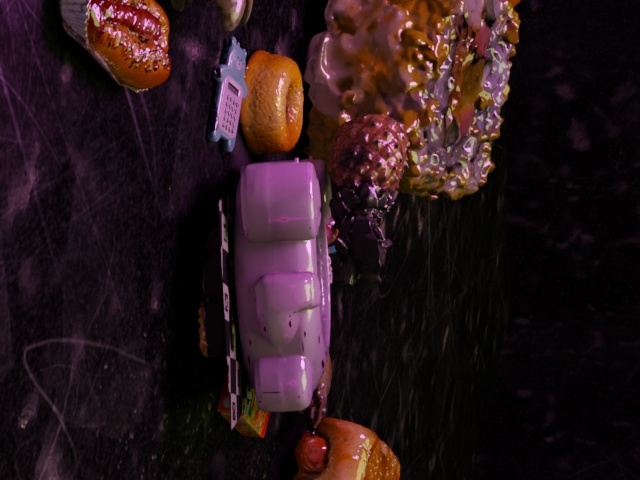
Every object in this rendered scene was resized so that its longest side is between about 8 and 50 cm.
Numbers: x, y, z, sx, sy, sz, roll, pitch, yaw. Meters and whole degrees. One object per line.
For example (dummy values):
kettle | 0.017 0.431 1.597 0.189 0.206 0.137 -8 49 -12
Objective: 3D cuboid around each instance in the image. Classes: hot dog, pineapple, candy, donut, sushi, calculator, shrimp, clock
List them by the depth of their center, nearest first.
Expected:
hot dog | -0.200 -0.216 1.197 0.191 0.059 0.108 33 60 -69
sushi | -0.127 0.083 1.515 0.192 0.043 0.280 -47 134 -83
calculator | -0.117 -0.188 1.536 0.094 0.019 0.141 32 65 -68
pineapple | 0.058 -0.048 1.597 0.119 0.111 0.237 31 57 -48
clock | -0.044 0.050 1.597 0.295 0.113 0.322 -48 136 -84
donut | -0.063 -0.188 1.651 0.152 0.058 0.152 6 90 -75
candy | -0.105 0.228 1.668 0.122 0.038 0.062 63 36 -61
shrimp | -0.023 0.215 1.898 0.262 0.066 0.117 -79 154 -71
sushi | 0.145 -0.263 1.900 0.351 0.240 0.397 2 101 -61
hot dog | 0.032 0.378 1.971 0.257 0.153 0.150 55 47 -62

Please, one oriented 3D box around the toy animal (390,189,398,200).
toy animal | 0.162 -0.191 2.277 0.108 0.138 0.237 175 -82 -73

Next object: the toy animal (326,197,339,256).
toy animal | 0.000 0.000 1.838 0.208 0.103 0.100 -39 123 -62

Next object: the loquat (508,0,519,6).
loquat | 0.249 -0.543 2.120 0.328 0.328 0.329 5 90 -73

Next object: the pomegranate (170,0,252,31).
pomegranate | -0.063 -0.389 1.304 0.306 0.242 0.242 89 16 -47
